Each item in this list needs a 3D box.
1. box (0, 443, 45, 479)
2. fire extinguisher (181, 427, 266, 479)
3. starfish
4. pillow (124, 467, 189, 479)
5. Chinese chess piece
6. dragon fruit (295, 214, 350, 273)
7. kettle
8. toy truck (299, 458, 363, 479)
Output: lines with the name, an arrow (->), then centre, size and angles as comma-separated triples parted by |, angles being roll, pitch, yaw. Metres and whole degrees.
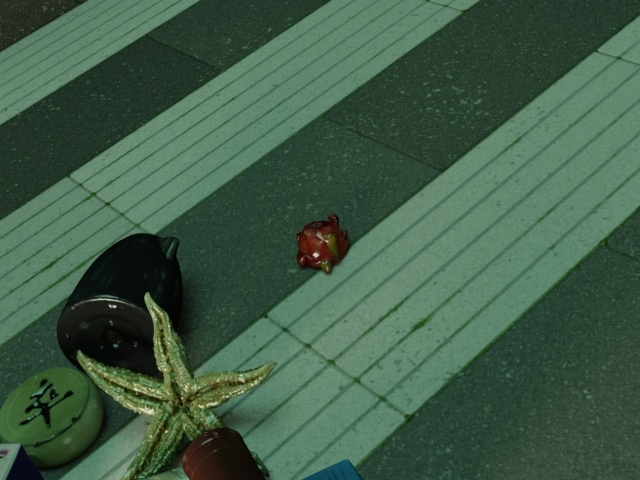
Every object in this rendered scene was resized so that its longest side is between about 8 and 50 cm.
box -> -0.585, 0.426, 1.610 | 0.299, 0.200, 0.106 | -5, 40, 16
fire extinguisher -> -0.090, 0.364, 1.319 | 0.104, 0.105, 0.269 | -28, 40, -11
starfish -> -0.230, 0.257, 1.683 | 0.347, 0.078, 0.358 | -11, 73, 12
pillow -> -0.261, 0.431, 1.565 | 0.181, 0.078, 0.134 | -12, 62, 9
Chinese chess piece -> -0.481, 0.314, 1.792 | 0.188, 0.083, 0.188 | -12, 42, 11
dragon fruit -> -0.002, -0.003, 1.981 | 0.112, 0.068, 0.126 | 7, 45, 28
kettle -> -0.382, 0.114, 1.915 | 0.268, 0.207, 0.290 | -34, 27, 26
toy truck -> -0.086, 0.463, 1.407 | 0.385, 0.162, 0.161 | -24, 41, -6
